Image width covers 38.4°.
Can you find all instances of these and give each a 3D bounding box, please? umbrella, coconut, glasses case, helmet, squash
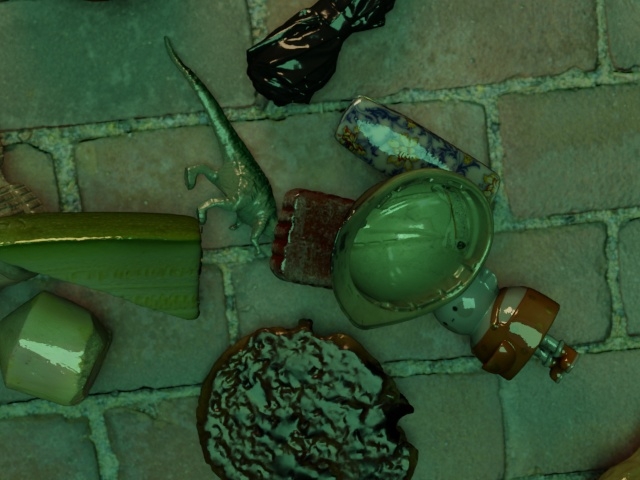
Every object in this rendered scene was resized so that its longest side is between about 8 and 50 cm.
[{"bbox_3d":[0.035,-0.325,1.280,0.118,0.118,0.340,44,89,-6],"label":"umbrella"},{"bbox_3d":[-0.385,0.152,1.306,0.152,0.147,0.147,22,96,-1],"label":"coconut"},{"bbox_3d":[0.138,-0.117,1.316,0.248,0.065,0.087,31,96,-5],"label":"glasses case"},{"bbox_3d":[0.094,-0.002,1.251,0.257,0.137,0.204,-19,113,-24],"label":"helmet"},{"bbox_3d":[-0.308,0.023,1.259,0.288,0.203,0.111,-4,53,-13],"label":"squash"}]

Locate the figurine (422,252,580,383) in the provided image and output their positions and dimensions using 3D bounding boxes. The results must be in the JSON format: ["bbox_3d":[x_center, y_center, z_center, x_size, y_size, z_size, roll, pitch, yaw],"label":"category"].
[{"bbox_3d":[0.247,0.102,1.325,0.143,0.143,0.271,-45,71,5],"label":"figurine"}]

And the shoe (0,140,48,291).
[{"bbox_3d":[-0.535,-0.054,1.265,0.198,0.172,0.351,-39,82,23],"label":"shoe"}]

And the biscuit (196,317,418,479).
[{"bbox_3d":[-0.016,0.273,1.358,0.334,0.081,0.289,42,96,-1],"label":"biscuit"}]

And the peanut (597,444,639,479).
[{"bbox_3d":[0.484,0.371,1.347,0.147,0.147,0.319,33,98,-5],"label":"peanut"}]

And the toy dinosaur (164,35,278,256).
[{"bbox_3d":[-0.154,-0.100,1.302,0.129,0.076,0.383,-38,105,-24],"label":"toy dinosaur"}]

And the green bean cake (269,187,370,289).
[{"bbox_3d":[0.000,0.000,1.315,0.135,0.056,0.136,12,91,-28],"label":"green bean cake"}]
